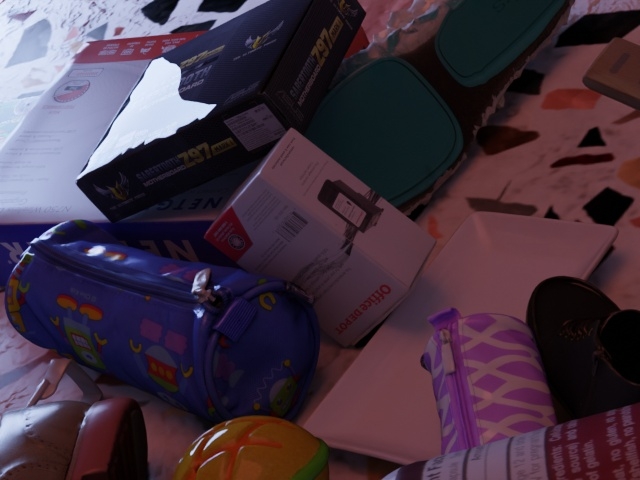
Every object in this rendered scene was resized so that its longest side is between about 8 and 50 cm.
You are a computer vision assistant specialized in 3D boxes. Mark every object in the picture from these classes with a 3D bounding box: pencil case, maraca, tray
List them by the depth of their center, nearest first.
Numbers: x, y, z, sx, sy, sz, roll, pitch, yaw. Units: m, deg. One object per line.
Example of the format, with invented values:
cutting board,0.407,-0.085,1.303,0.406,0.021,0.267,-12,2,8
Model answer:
pencil case,0.119,0.139,1.252,0.086,0.088,0.206,-28,43,19
maraca,-0.059,0.178,1.342,0.127,0.099,0.186,-29,7,-20
tray,0.112,0.078,1.424,0.145,0.030,0.270,9,46,39
pencil case,-0.134,0.062,1.512,0.306,0.133,0.119,16,54,46

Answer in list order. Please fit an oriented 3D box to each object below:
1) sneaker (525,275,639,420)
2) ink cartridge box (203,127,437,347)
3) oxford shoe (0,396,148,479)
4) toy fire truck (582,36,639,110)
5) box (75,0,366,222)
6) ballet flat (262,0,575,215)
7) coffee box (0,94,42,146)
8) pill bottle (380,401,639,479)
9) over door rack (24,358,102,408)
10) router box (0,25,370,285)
sneaker,0.201,0.068,1.283,0.083,0.118,0.222,-11,38,-8
ink cartridge box,0.000,0.000,1.468,0.109,0.150,0.063,-45,9,49
oxford shoe,-0.226,0.239,1.322,0.130,0.123,0.348,2,29,12
toy fire truck,0.335,-0.090,1.309,0.158,0.246,0.217,-30,20,50
box,-0.087,-0.124,1.600,0.233,0.059,0.183,-20,29,37
ballet flat,0.084,-0.129,1.668,0.147,0.147,0.409,14,47,44
coffee box,-0.332,-0.081,1.920,0.113,0.040,0.184,-7,37,25
pill bottle,0.152,0.213,1.037,0.392,0.224,0.224,-18,34,12
over door rack,-0.370,0.179,1.493,0.240,0.108,0.324,1,33,33
router box,-0.148,-0.083,1.765,0.335,0.082,0.301,-1,40,32
